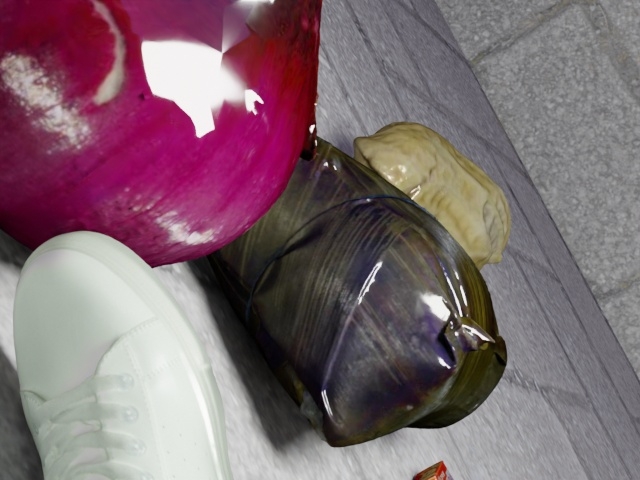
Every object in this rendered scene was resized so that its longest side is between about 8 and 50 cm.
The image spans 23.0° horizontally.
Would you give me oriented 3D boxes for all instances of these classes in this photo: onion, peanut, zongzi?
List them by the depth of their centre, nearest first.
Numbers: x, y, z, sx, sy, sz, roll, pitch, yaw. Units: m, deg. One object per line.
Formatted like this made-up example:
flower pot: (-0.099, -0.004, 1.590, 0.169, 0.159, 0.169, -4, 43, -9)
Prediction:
onion: (-0.109, -0.167, 1.102, 0.348, 0.385, 0.347, 48, 21, -24)
zongzi: (0.000, 0.000, 1.543, 0.432, 0.208, 0.403, 50, 7, 16)
peanut: (0.142, -0.056, 2.128, 0.340, 0.158, 0.174, 40, 54, -40)

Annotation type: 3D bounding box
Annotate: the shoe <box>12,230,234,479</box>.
shoe: (-0.119, 0.167, 0.941, 0.363, 0.132, 0.160, 64, 22, 8)

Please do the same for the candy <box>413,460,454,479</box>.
candy: (0.141, 0.298, 1.653, 0.122, 0.038, 0.062, 59, 15, -1)
